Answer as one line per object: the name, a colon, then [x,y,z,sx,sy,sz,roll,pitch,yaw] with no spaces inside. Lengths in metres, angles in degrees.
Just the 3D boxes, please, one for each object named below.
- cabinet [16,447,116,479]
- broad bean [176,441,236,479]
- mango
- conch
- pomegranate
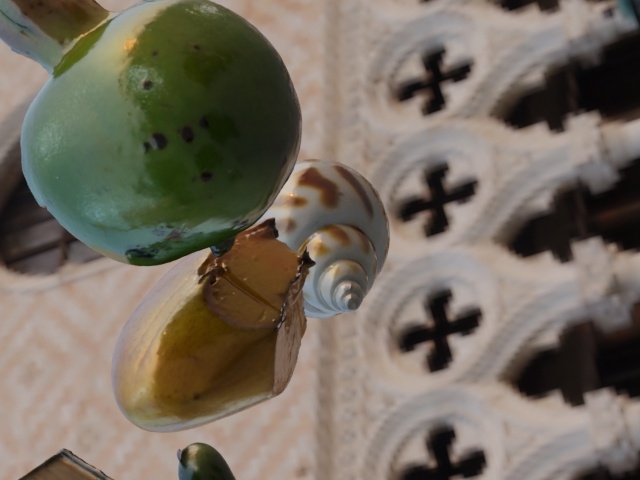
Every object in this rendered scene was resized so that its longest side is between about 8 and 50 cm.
cabinet: [-0.166,0.264,1.050,0.215,0.148,0.174,-34,-41,-41]
broad bean: [-0.012,0.250,1.228,0.292,0.049,0.144,45,-150,-44]
mango: [-0.092,0.085,1.613,0.252,0.154,0.126,-46,-39,-47]
conch: [0.000,0.000,2.205,0.148,0.183,0.275,84,169,-55]
pomegranate: [-0.155,-0.121,1.504,0.302,0.236,0.236,50,-152,0]
